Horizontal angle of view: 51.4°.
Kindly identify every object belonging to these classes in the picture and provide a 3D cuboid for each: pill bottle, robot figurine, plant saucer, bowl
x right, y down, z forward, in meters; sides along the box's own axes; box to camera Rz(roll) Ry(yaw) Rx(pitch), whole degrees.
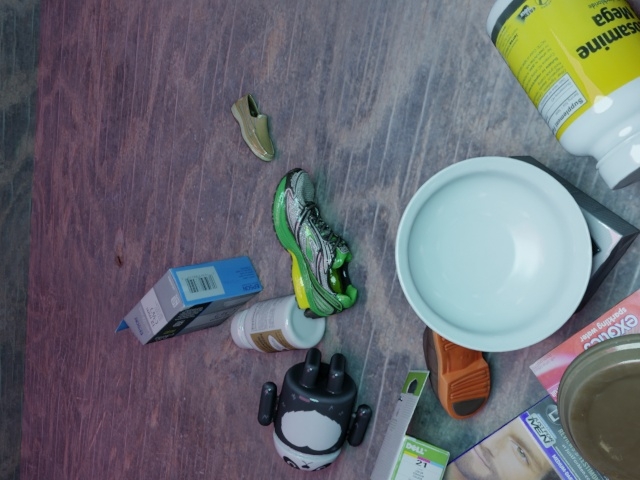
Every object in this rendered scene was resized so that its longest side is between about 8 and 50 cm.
[{"bbox_3d":[0.412,-0.252,1.005,0.188,0.188,0.334,-41,69,39],"label":"pill bottle"},{"bbox_3d":[-0.014,0.391,1.520,0.209,0.173,0.278,28,115,37],"label":"robot figurine"},{"bbox_3d":[-0.110,0.205,1.610,0.229,0.131,0.131,-15,86,44],"label":"pill bottle"},{"bbox_3d":[0.478,0.261,0.945,0.277,0.041,0.278,13,118,25],"label":"plant saucer"},{"bbox_3d":[0.262,0.022,1.064,0.297,0.134,0.298,0,88,1],"label":"bowl"}]

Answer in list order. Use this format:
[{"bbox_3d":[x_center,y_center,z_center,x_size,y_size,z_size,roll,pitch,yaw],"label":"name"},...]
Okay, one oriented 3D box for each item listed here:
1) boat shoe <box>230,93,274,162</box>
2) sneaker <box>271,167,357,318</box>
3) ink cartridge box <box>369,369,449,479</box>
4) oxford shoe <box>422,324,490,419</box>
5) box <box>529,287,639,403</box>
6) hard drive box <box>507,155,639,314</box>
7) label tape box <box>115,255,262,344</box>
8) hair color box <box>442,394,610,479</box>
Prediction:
[{"bbox_3d":[-0.157,-0.280,1.625,0.072,0.068,0.190,-41,68,27],"label":"boat shoe"},{"bbox_3d":[0.000,0.000,1.494,0.146,0.134,0.344,-14,96,37],"label":"sneaker"},{"bbox_3d":[0.191,0.393,1.313,0.097,0.189,0.255,22,79,1],"label":"ink cartridge box"},{"bbox_3d":[0.238,0.158,1.246,0.133,0.130,0.364,-136,38,-58],"label":"oxford shoe"},{"bbox_3d":[0.499,0.164,1.021,0.300,0.142,0.154,-48,66,37],"label":"box"},{"bbox_3d":[0.383,-0.009,1.140,0.232,0.089,0.181,43,123,31],"label":"hard drive box"},{"bbox_3d":[-0.353,0.181,1.754,0.347,0.249,0.115,-42,68,39],"label":"label tape box"},{"bbox_3d":[0.348,0.428,1.174,0.185,0.110,0.339,56,144,22],"label":"hair color box"}]
